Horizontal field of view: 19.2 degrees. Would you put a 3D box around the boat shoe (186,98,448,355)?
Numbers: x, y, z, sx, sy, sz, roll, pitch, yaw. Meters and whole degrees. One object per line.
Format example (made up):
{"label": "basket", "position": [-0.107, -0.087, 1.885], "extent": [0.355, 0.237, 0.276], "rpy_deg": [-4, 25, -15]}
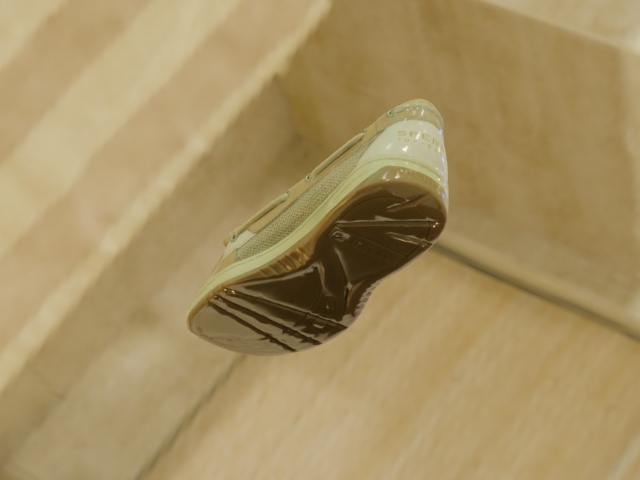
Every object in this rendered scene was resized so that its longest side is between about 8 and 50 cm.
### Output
{"label": "boat shoe", "position": [-0.001, -0.001, 0.752], "extent": [0.153, 0.056, 0.048], "rpy_deg": [-43, -150, 47]}
